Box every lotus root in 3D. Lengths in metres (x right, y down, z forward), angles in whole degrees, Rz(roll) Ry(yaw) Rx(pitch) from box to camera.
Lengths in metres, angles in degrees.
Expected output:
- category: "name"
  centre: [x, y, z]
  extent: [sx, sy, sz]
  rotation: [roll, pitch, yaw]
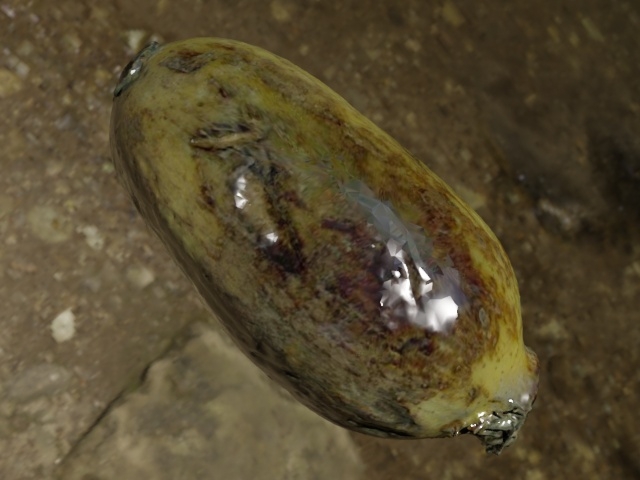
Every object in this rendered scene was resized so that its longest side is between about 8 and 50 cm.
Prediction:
- category: "lotus root"
  centre: [0.000, 0.000, 0.407]
  extent: [0.179, 0.080, 0.089]
  rotation: [43, 64, 4]
